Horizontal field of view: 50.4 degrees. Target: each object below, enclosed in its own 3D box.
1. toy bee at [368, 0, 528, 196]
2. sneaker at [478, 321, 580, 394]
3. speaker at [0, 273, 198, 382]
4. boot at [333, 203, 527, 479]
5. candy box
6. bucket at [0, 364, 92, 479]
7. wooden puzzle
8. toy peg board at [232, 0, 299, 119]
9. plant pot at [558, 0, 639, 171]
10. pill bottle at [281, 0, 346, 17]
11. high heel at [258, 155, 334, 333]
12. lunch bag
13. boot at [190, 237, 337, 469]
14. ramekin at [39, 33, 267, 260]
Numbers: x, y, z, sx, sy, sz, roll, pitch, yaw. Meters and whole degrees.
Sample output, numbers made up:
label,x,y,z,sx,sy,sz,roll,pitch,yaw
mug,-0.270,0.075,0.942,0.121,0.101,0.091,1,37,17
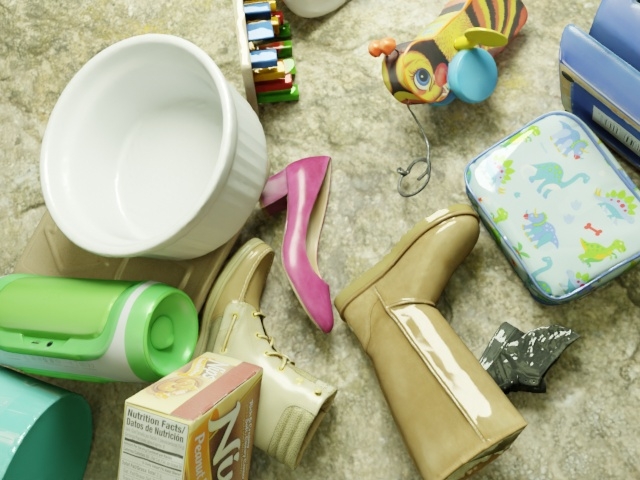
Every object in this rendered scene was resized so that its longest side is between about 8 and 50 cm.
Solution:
label,x,y,z,sx,sy,sz,roll,pitch,yaw
toy bee,0.151,-0.233,0.881,0.195,0.162,0.298,-16,44,48
sneaker,0.239,0.168,0.840,0.089,0.051,0.170,29,83,23
speaker,-0.309,0.109,0.870,0.297,0.131,0.131,1,78,25
boot,0.160,0.120,0.819,0.236,0.089,0.269,-43,52,15
candy box,-0.157,0.310,0.792,0.088,0.183,0.316,11,100,16
bucket,-0.436,0.292,0.876,0.183,0.281,0.281,14,81,9
wooden puzzle,-0.257,-0.016,0.988,0.322,0.080,0.348,25,89,26
toy peg board,-0.078,-0.283,0.978,0.079,0.160,0.161,-8,75,-3
plant pot,0.417,-0.204,0.791,0.212,0.236,0.236,-46,70,8
pill bottle,-0.061,-0.477,1.010,0.162,0.162,0.278,-40,70,3
high heel,0.000,0.000,0.935,0.117,0.082,0.244,-23,67,3
lunch bag,0.300,-0.040,0.852,0.176,0.090,0.219,-33,72,6
boot,-0.064,0.146,0.901,0.203,0.095,0.262,21,85,18
ramekin,-0.202,-0.105,0.864,0.277,0.135,0.277,-5,77,22
